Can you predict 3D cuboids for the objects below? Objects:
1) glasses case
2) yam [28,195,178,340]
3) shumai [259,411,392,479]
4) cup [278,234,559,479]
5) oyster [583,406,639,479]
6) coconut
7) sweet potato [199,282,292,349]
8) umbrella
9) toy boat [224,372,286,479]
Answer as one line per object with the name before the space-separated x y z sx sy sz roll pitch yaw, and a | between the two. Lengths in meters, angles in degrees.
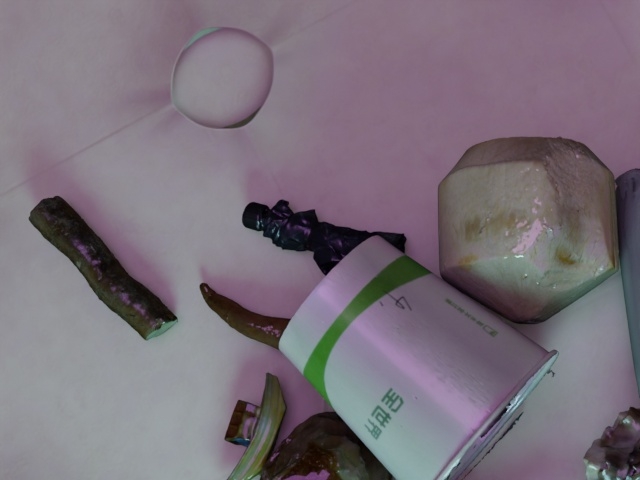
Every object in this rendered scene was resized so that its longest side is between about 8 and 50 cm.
glasses case | 0.433 0.063 1.797 0.128 0.083 0.308 1 65 -6
yam | -0.295 0.040 1.995 0.061 0.061 0.253 -46 74 2
shumai | 0.004 0.310 1.800 0.166 0.175 0.206 18 84 2
cup | 0.106 0.150 1.765 0.274 0.253 0.253 40 90 12
oyster | 0.459 0.284 1.725 0.351 0.115 0.238 -17 78 -2
coconut | 0.256 -0.008 1.792 0.241 0.241 0.241 -3 79 13
sweet potato | -0.073 0.111 1.936 0.214 0.050 0.050 20 85 19
umbrella | -0.001 0.002 1.931 0.224 0.080 0.071 18 119 19
toy boat | -0.090 0.254 1.901 0.066 0.065 0.172 20 79 3
